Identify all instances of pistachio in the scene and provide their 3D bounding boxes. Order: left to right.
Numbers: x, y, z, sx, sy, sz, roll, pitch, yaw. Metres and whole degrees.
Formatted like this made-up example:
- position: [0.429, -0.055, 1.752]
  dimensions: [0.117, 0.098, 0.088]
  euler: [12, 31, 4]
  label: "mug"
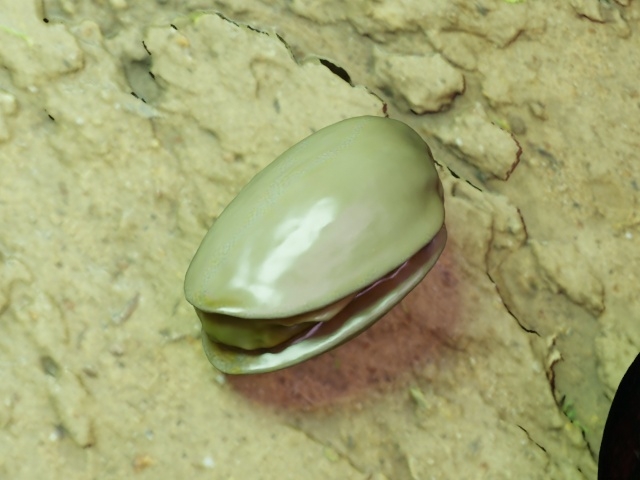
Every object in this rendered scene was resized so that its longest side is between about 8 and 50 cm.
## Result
- position: [0.000, 0.000, 1.022]
  dimensions: [0.215, 0.144, 0.144]
  euler: [-36, 92, -23]
  label: "pistachio"

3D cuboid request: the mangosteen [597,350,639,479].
- position: [0.357, 0.172, 1.058]
  dimensions: [0.347, 0.307, 0.307]
  euler: [10, 68, -51]
  label: "mangosteen"
